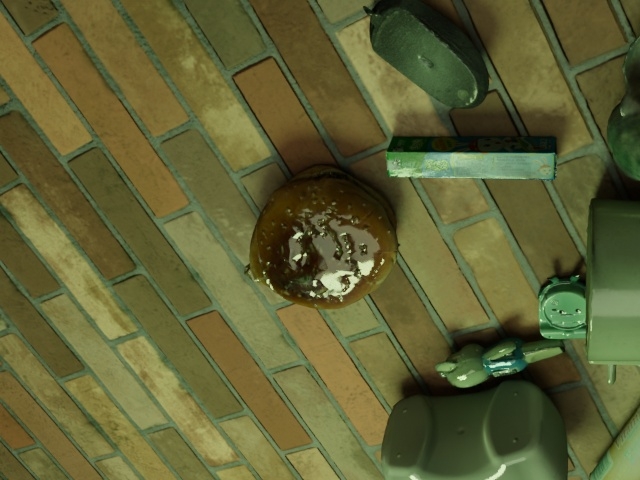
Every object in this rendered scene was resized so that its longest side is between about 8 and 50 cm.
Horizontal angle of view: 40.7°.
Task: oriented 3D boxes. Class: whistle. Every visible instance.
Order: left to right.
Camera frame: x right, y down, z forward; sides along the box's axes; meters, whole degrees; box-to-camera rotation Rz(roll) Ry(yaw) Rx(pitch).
[{"bbox_3d":[0.328,0.215,1.584,0.235,0.077,0.114,-19,145,21],"label":"whistle"}]

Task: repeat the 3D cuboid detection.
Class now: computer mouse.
[{"bbox_3d":[0.163,-0.289,1.301,0.229,0.068,0.113,41,138,1],"label":"computer mouse"}]

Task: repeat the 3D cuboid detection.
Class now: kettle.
[{"bbox_3d":[0.595,0.116,1.300,0.376,0.250,0.361,1,101,16],"label":"kettle"}]

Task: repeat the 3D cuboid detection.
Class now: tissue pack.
[{"bbox_3d":[0.298,0.415,1.627,0.333,0.229,0.236,-14,126,25],"label":"tissue pack"}]

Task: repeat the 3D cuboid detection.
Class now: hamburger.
[{"bbox_3d":[0.000,0.000,1.502,0.286,0.146,0.243,-12,112,25],"label":"hamburger"}]

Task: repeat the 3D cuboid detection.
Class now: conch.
[{"bbox_3d":[0.501,-0.176,1.218,0.220,0.195,0.277,41,151,13],"label":"conch"}]

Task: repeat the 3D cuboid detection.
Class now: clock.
[{"bbox_3d":[0.426,0.109,1.500,0.101,0.041,0.135,-5,121,20],"label":"clock"}]

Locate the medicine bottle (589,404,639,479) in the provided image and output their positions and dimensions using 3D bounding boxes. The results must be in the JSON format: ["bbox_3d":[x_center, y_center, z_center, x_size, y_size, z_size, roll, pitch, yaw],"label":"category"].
[{"bbox_3d":[0.614,0.318,1.550,0.108,0.108,0.426,20,128,3],"label":"medicine bottle"}]

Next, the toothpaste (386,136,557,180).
[{"bbox_3d":[0.241,-0.132,1.381,0.266,0.065,0.050,2,123,16],"label":"toothpaste"}]
